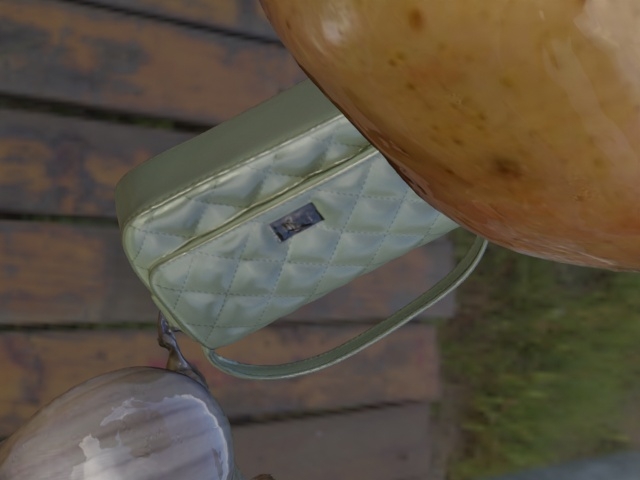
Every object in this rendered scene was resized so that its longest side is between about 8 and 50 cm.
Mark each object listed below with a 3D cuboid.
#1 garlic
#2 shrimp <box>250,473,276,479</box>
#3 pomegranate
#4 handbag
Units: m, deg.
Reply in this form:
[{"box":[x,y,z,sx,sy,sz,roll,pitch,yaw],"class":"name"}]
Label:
[{"box":[-0.131,0.120,0.958,0.207,0.256,0.207,-50,162,-23],"class":"garlic"},{"box":[-0.020,0.239,1.302,0.144,0.052,0.251,62,-7,6],"class":"shrimp"},{"box":[0.104,-0.147,0.580,0.338,0.338,0.338,-5,96,-55],"class":"pomegranate"},{"box":[0.000,0.000,1.255,0.219,0.256,0.079,56,11,-36],"class":"handbag"}]
